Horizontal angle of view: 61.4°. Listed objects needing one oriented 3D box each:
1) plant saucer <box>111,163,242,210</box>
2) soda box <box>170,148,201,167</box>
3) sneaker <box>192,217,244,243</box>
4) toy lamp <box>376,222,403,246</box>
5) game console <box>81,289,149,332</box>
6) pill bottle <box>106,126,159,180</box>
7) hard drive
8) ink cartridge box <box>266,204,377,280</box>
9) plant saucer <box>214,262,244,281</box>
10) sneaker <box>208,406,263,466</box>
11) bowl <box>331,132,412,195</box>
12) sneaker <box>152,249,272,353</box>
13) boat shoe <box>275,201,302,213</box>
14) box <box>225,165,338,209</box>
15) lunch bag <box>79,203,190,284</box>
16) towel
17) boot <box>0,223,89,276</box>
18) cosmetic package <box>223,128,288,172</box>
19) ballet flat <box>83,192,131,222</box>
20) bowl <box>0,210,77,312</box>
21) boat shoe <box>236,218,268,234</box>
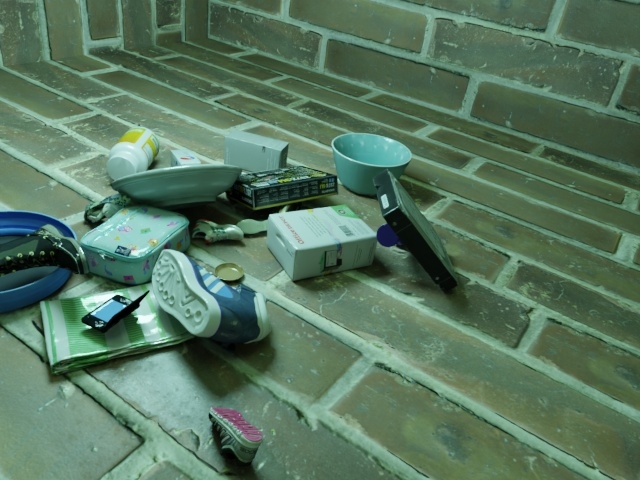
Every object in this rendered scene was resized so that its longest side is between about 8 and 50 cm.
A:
[{"bbox_3d":[-0.443,-0.157,1.700,0.400,0.100,0.400,-8,0,0],"label":"plant saucer"},{"bbox_3d":[-0.492,-0.276,1.966,0.074,0.069,0.216,-7,23,-23],"label":"soda box"},{"bbox_3d":[-0.317,-0.014,1.655,0.161,0.057,0.075,14,49,6],"label":"sneaker"},{"bbox_3d":[0.238,-0.018,1.688,0.080,0.080,0.275,20,10,17],"label":"toy lamp"},{"bbox_3d":[-0.477,0.152,1.255,0.107,0.071,0.122,20,32,18],"label":"game console"},{"bbox_3d":[-0.676,-0.304,1.935,0.136,0.136,0.245,7,32,-3],"label":"pill bottle"},{"bbox_3d":[0.283,-0.030,1.596,0.064,0.339,0.237,-32,28,18],"label":"hard drive"},{"bbox_3d":[0.000,0.000,1.637,0.278,0.117,0.201,-9,37,-28],"label":"ink cartridge box"},{"bbox_3d":[-0.258,0.092,1.523,0.083,0.015,0.083,6,33,-4],"label":"plant saucer"},{"bbox_3d":[-0.174,0.380,1.044,0.063,0.075,0.170,16,-1,-40],"label":"sneaker"},{"bbox_3d":[0.186,-0.284,2.092,0.311,0.163,0.311,6,31,-4],"label":"bowl"},{"bbox_3d":[-0.255,0.145,1.334,0.236,0.130,0.323,18,14,-46],"label":"sneaker"},{"bbox_3d":[-0.119,-0.102,1.831,0.072,0.068,0.190,2,19,13],"label":"boat shoe"},{"bbox_3d":[-0.140,-0.190,1.875,0.322,0.079,0.257,-13,22,-28],"label":"box"},{"bbox_3d":[-0.520,0.002,1.514,0.224,0.108,0.279,18,33,14],"label":"lunch bag"},{"bbox_3d":[-0.484,0.190,1.293,0.325,0.038,0.248,-11,36,-28],"label":"towel"},{"bbox_3d":[-0.679,0.048,1.285,0.236,0.085,0.178,25,37,35],"label":"boot"},{"bbox_3d":[-0.252,-0.341,2.111,0.238,0.127,0.107,13,31,9],"label":"cosmetic package"},{"bbox_3d":[-0.644,-0.089,1.621,0.188,0.070,0.070,-15,18,33],"label":"ballet flat"},{"bbox_3d":[-0.837,0.050,1.391,0.391,0.077,0.391,6,32,-4],"label":"bowl"},{"bbox_3d":[-0.205,-0.044,1.730,0.137,0.049,0.043,-7,-7,-19],"label":"boat shoe"}]
